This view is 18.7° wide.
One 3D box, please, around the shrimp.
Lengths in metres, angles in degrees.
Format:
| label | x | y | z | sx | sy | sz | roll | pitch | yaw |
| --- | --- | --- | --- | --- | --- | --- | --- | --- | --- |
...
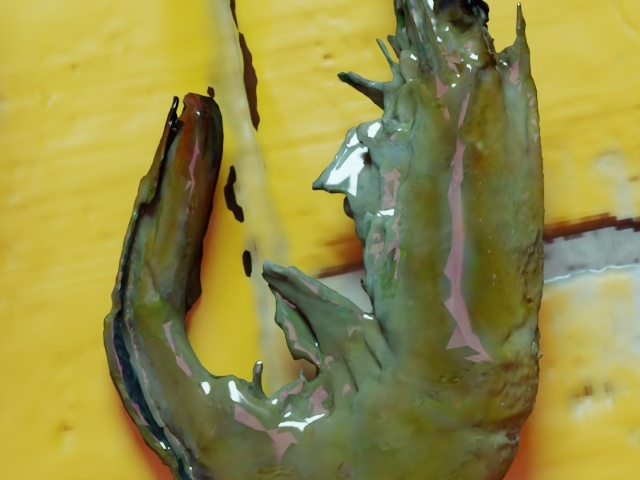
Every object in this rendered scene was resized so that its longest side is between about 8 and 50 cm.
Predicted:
| label | x | y | z | sx | sy | sz | roll | pitch | yaw |
| --- | --- | --- | --- | --- | --- | --- | --- | --- | --- |
| shrimp | 0.000 | 0.000 | 0.736 | 0.173 | 0.058 | 0.253 | -6 | 89 | 9 |
